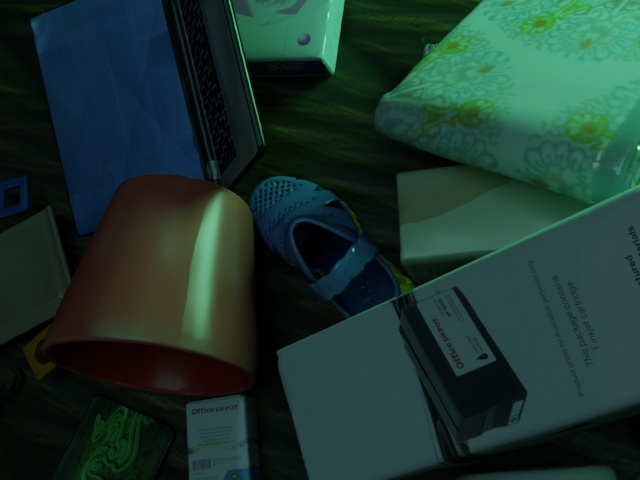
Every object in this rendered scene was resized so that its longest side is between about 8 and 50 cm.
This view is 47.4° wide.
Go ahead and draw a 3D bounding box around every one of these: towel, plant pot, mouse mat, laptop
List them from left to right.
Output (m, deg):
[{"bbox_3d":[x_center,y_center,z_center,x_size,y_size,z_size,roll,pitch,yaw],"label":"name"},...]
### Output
[{"bbox_3d":[-0.307,0.329,1.039,0.153,0.007,0.189,17,69,22],"label":"mouse mat"},{"bbox_3d":[-0.272,-0.239,1.047,0.237,0.408,0.381,-13,86,-19],"label":"laptop"},{"bbox_3d":[-0.203,0.060,0.982,0.275,0.275,0.243,-1,64,18],"label":"plant pot"},{"bbox_3d":[0.297,-0.208,0.886,0.321,0.090,0.374,22,58,40],"label":"towel"}]

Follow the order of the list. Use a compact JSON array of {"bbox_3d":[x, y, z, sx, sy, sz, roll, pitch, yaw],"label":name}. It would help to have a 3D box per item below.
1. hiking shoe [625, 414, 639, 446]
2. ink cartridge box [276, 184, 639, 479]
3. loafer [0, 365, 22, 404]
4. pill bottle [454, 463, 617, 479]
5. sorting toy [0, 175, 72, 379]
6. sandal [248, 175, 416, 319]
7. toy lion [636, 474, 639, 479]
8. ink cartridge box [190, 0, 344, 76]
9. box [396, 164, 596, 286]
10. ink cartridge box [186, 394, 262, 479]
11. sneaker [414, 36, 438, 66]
[{"bbox_3d":[0.402,0.138,0.855,0.114,0.086,0.226,-10,74,-2],"label":"hiking shoe"},{"bbox_3d":[0.200,0.124,0.746,0.395,0.286,0.166,-28,67,29],"label":"ink cartridge box"},{"bbox_3d":[-0.528,0.250,1.126,0.056,0.050,0.148,39,88,24],"label":"loafer"},{"bbox_3d":[0.245,0.403,0.762,0.177,0.176,0.318,-9,71,15],"label":"pill bottle"},{"bbox_3d":[-0.476,0.065,1.170,0.196,0.047,0.347,-29,67,13],"label":"sorting toy"},{"bbox_3d":[0.000,0.000,0.970,0.126,0.138,0.317,-50,51,1],"label":"sandal"},{"bbox_3d":[0.392,0.297,0.793,0.100,0.034,0.096,-39,36,37],"label":"toy lion"},{"bbox_3d":[-0.118,-0.424,1.190,0.324,0.071,0.329,3,76,19],"label":"ink cartridge box"},{"bbox_3d":[0.261,-0.024,0.905,0.311,0.148,0.121,-6,71,15],"label":"box"},{"bbox_3d":[-0.131,0.277,0.989,0.089,0.052,0.122,-11,72,14],"label":"ink cartridge box"},{"bbox_3d":[0.178,-0.282,1.066,0.098,0.038,0.069,-47,67,-1],"label":"sneaker"}]
